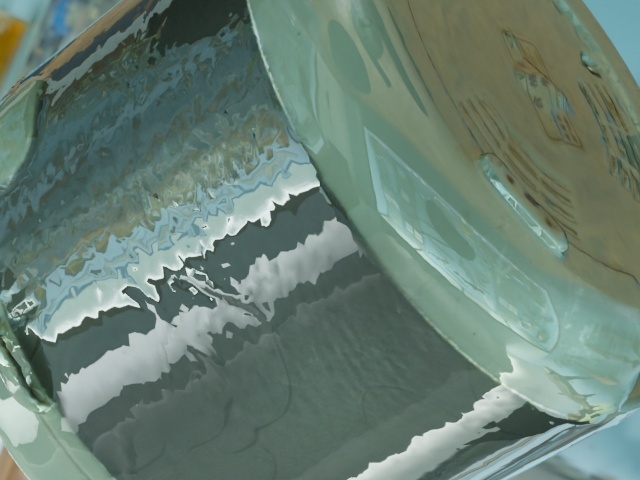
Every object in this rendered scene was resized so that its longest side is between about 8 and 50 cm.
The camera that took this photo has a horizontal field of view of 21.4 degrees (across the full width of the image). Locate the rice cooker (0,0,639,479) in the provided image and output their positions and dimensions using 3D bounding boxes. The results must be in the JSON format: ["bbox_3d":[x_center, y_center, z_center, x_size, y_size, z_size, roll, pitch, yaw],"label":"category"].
[{"bbox_3d":[-0.002,0.000,0.753,0.277,0.288,0.288,-34,142,31],"label":"rice cooker"}]
